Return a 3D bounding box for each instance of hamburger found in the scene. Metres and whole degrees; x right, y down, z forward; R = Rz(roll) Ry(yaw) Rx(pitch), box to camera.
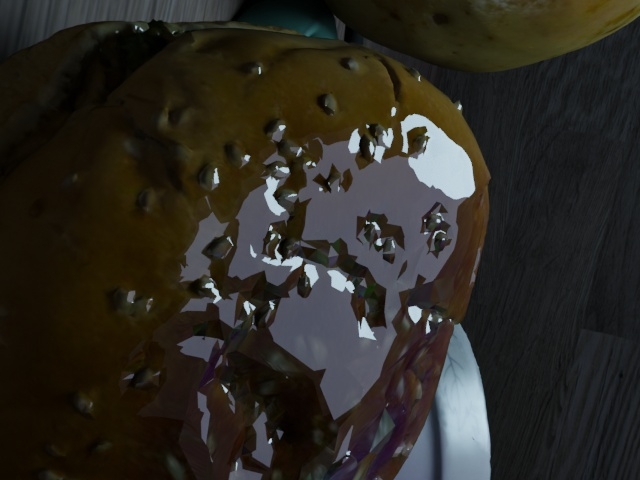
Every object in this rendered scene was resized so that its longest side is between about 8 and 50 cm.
[{"bbox_3d":[-0.054,0.037,0.488,0.286,0.146,0.243,-48,137,-9],"label":"hamburger"}]

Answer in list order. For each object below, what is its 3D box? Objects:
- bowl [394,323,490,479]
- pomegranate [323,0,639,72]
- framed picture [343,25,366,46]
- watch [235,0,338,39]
[{"bbox_3d":[-0.014,0.150,0.914,0.287,0.143,0.287,-1,-92,58],"label":"bowl"},{"bbox_3d":[0.135,-0.293,0.867,0.342,0.342,0.343,13,90,-82],"label":"pomegranate"},{"bbox_3d":[0.031,-0.121,1.089,0.324,0.013,0.244,-85,175,-52],"label":"framed picture"},{"bbox_3d":[-0.036,-0.075,0.914,0.237,0.068,0.195,84,21,-65],"label":"watch"}]
